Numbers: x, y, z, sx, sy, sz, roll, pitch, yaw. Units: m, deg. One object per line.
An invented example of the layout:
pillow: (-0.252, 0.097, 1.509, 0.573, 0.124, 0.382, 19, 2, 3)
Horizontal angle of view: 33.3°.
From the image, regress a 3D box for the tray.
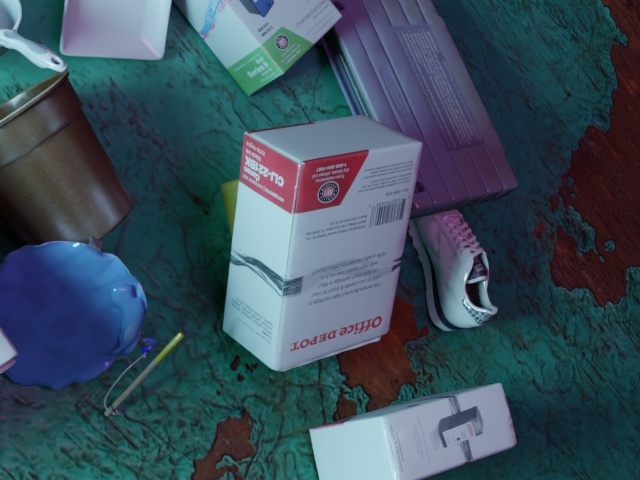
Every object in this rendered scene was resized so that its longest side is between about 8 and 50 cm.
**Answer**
tray: (-0.239, -0.355, 1.291, 0.145, 0.030, 0.270, -4, 113, -39)

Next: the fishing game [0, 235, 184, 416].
fishing game: (-0.282, 0.075, 1.151, 0.264, 0.189, 0.041, 32, 16, -28)

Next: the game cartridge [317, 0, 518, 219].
game cartridge: (0.135, -0.209, 1.564, 0.230, 0.068, 0.355, -11, 73, -43)

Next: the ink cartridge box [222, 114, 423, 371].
ink cartridge box: (0.000, 0.000, 1.311, 0.197, 0.114, 0.273, -13, 122, -39)

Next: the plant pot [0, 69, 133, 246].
plant pot: (-0.300, -0.072, 1.166, 0.167, 0.167, 0.165, -46, 115, -36)

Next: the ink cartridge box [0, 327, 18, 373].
ink cartridge box: (-0.435, 0.041, 0.992, 0.117, 0.201, 0.278, -40, 102, -37)

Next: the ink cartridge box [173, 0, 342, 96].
ink cartridge box: (-0.097, -0.327, 1.427, 0.212, 0.093, 0.154, 50, 54, -12)

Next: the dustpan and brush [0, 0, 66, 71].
dustpan and brush: (-0.359, -0.226, 1.158, 0.211, 0.060, 0.147, 35, 54, 8)

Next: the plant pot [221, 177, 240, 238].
plant pot: (-0.066, -0.048, 1.377, 0.081, 0.083, 0.081, -8, 82, -39)

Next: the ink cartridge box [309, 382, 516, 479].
ink cartridge box: (0.120, 0.255, 1.384, 0.218, 0.158, 0.092, -6, 80, -39)

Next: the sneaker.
sneaker: (0.195, 0.012, 1.554, 0.090, 0.095, 0.235, -10, 81, -37)
